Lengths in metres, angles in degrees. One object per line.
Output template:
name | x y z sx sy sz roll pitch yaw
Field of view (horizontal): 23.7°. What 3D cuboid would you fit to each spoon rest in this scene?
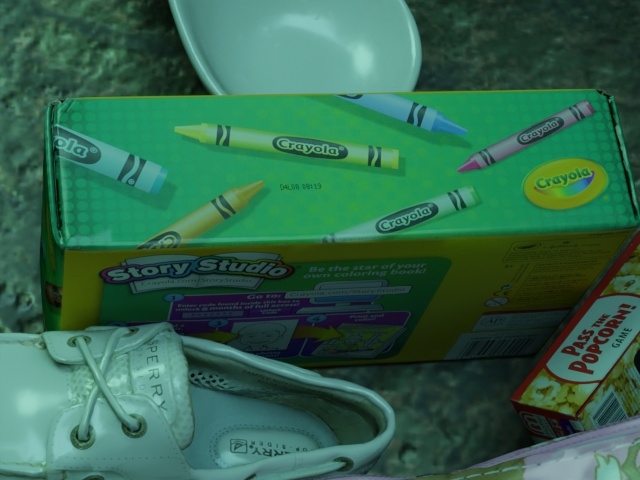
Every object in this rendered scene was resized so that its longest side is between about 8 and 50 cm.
spoon rest | -0.062 -0.159 0.887 0.276 0.084 0.137 38 64 9

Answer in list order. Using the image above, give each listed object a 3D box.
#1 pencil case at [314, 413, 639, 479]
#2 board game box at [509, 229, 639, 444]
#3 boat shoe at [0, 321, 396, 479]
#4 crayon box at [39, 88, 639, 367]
pencil case | 0.157 0.148 0.658 0.386 0.160 0.167 -18 49 15
board game box | 0.196 0.069 0.804 0.193 0.045 0.146 -47 124 -26
boat shoe | -0.090 0.077 0.715 0.277 0.096 0.098 8 55 -31
crayon box | 0.000 0.000 0.776 0.279 0.165 0.081 -2 64 -12
